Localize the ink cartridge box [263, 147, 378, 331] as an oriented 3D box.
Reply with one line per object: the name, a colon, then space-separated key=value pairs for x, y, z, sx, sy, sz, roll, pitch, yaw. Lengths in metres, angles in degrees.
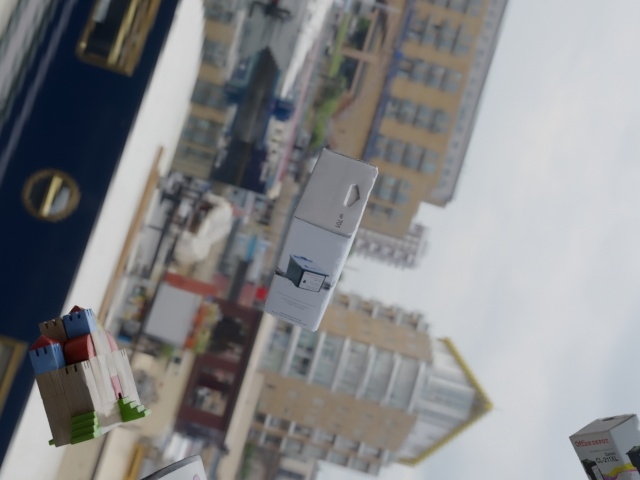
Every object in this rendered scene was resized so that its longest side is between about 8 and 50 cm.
ink cartridge box: x=0.000 y=0.000 z=1.489 sx=0.190 sy=0.082 sz=0.139 roll=107 pitch=4 yaw=-46

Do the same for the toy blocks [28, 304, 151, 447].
toy blocks: x=-0.476 y=0.256 z=2.337 sx=0.381 sy=0.191 sz=0.260 roll=-2 pitch=75 yaw=-83

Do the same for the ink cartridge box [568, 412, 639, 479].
ink cartridge box: x=0.524 y=0.398 z=2.016 sx=0.175 sy=0.072 sz=0.127 roll=65 pitch=-25 yaw=4

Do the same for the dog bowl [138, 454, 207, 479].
dog bowl: x=-0.334 y=0.517 z=1.878 sx=0.408 sy=0.150 sz=0.408 roll=-31 pitch=169 yaw=-7
